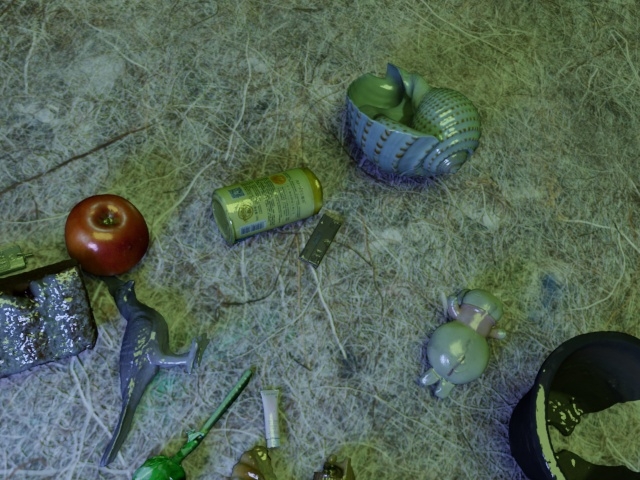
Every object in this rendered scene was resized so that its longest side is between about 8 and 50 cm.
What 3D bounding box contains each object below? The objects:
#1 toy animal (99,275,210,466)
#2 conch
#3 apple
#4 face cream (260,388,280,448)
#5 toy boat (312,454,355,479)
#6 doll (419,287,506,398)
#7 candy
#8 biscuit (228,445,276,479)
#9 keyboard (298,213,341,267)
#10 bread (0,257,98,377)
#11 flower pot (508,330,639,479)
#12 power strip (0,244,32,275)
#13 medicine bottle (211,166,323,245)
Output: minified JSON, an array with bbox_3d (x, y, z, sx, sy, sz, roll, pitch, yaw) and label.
[{"bbox_3d":[-0.314,0.220,1.180,0.206,0.081,0.366,-10,67,4],"label":"toy animal"},{"bbox_3d":[0.203,-0.263,1.479,0.303,0.215,0.319,-15,41,-27],"label":"conch"},{"bbox_3d":[-0.415,-0.012,1.220,0.164,0.139,0.163,6,57,-9],"label":"apple"},{"bbox_3d":[-0.096,0.349,1.231,0.038,0.020,0.115,2,63,-18],"label":"face cream"},{"bbox_3d":[0.010,0.512,1.159,0.088,0.068,0.225,30,63,-33],"label":"toy boat"},{"bbox_3d":[0.312,0.207,1.359,0.155,0.113,0.275,37,62,-2],"label":"doll"},{"bbox_3d":[-0.227,0.362,1.167,0.097,0.097,0.323,40,54,3],"label":"candy"},{"bbox_3d":[-0.108,0.479,1.150,0.118,0.061,0.183,-25,77,-23],"label":"biscuit"},{"bbox_3d":[0.000,0.000,1.413,0.049,0.015,0.129,28,63,2],"label":"keyboard"},{"bbox_3d":[-0.607,0.167,1.078,0.417,0.113,0.165,-18,109,-22],"label":"bread"},{"bbox_3d":[0.528,0.389,1.268,0.380,0.251,0.379,5,69,-14],"label":"flower pot"},{"bbox_3d":[-0.625,0.045,1.205,0.136,0.019,0.050,-17,72,-22],"label":"power strip"},{"bbox_3d":[-0.109,-0.083,1.359,0.239,0.124,0.124,-19,74,-24],"label":"medicine bottle"}]
